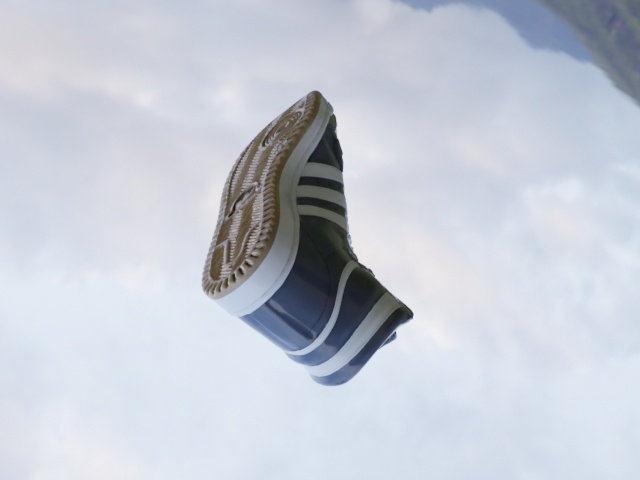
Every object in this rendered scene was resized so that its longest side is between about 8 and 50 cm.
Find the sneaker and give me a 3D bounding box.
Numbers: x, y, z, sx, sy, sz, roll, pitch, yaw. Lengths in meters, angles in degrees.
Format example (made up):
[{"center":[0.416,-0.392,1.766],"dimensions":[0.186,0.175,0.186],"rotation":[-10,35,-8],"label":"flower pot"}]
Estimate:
[{"center":[0.000,0.000,1.031],"dimensions":[0.153,0.099,0.282],"rotation":[42,-149,-20],"label":"sneaker"}]
